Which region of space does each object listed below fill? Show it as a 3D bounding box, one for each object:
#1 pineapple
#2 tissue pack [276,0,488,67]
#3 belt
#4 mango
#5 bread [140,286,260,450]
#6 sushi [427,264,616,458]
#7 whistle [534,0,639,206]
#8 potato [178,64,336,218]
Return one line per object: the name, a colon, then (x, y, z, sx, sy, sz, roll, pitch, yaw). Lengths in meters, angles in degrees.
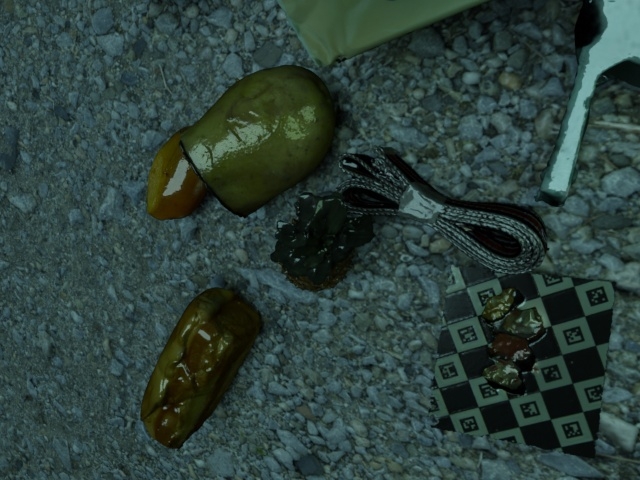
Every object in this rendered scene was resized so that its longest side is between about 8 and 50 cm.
pineapple: (0.000, 0.000, 0.769, 0.170, 0.310, 0.141, -14, 79, -4)
tissue pack: (0.150, -0.441, 0.595, 0.404, 0.332, 0.205, -11, 138, 30)
belt: (0.188, -0.051, 0.778, 0.359, 0.094, 0.126, 28, 110, 21)
mango: (-0.295, -0.141, 1.012, 0.141, 0.102, 0.217, 43, 115, 41)
bread: (-0.269, 0.268, 1.021, 0.148, 0.195, 0.344, 34, 110, 12)
sushi: (0.319, 0.188, 0.779, 0.263, 0.050, 0.290, 5, 100, 12)
whistle: (0.383, -0.238, 0.598, 0.188, 0.168, 0.405, 47, 116, 12)
potato: (-0.094, -0.191, 0.854, 0.265, 0.229, 0.229, -29, 85, 13)
